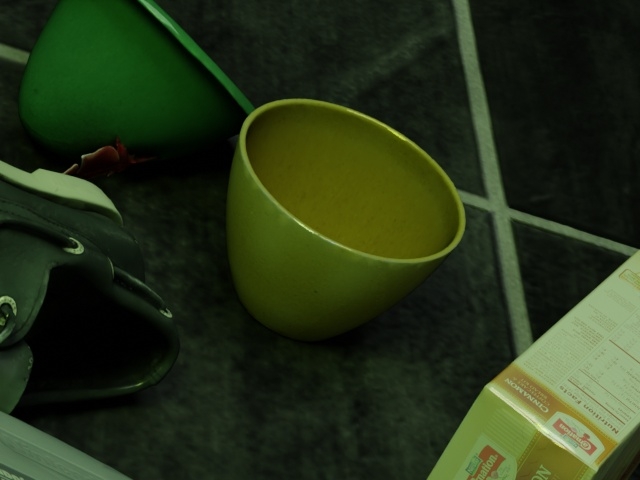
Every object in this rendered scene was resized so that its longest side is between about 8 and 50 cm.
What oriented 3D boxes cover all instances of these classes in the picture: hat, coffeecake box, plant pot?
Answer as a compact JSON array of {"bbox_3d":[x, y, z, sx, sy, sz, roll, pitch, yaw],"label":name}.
[{"bbox_3d":[-0.151,-0.055,1.137,0.173,0.183,0.208,40,-5,28],"label":"hat"},{"bbox_3d":[0.120,0.105,1.008,0.068,0.142,0.185,38,36,14],"label":"coffeecake box"},{"bbox_3d":[0.000,0.000,1.104,0.134,0.095,0.134,19,34,-14],"label":"plant pot"}]

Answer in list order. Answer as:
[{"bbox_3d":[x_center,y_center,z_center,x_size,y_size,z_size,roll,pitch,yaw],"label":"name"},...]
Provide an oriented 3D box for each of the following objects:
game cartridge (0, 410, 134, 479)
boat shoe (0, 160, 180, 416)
[{"bbox_3d":[-0.092,0.141,0.774,0.294,0.060,0.196,34,11,-40],"label":"game cartridge"},{"bbox_3d":[-0.164,0.037,0.875,0.113,0.127,0.340,51,12,16],"label":"boat shoe"}]
